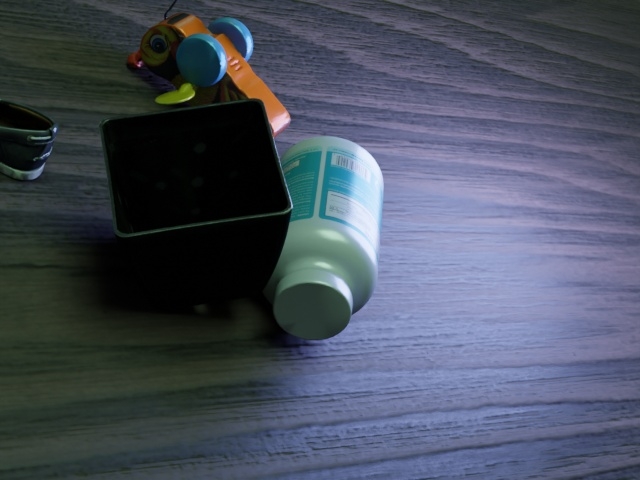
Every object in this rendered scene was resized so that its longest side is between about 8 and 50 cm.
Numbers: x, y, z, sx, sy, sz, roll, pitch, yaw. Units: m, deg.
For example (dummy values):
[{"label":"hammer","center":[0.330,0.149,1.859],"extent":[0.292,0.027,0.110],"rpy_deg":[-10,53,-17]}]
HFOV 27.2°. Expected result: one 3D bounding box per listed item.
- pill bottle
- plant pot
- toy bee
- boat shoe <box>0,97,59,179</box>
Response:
[{"label":"pill bottle","center":[0.000,0.000,1.611],"extent":[0.146,0.146,0.264],"rpy_deg":[24,37,-13]},{"label":"plant pot","center":[-0.138,-0.027,1.489],"extent":[0.187,0.167,0.188],"rpy_deg":[-9,47,-8]},{"label":"toy bee","center":[-0.172,-0.249,1.793],"extent":[0.195,0.162,0.298],"rpy_deg":[-9,78,-53]},{"label":"boat shoe","center":[-0.416,-0.159,1.531],"extent":[0.233,0.079,0.084],"rpy_deg":[27,41,-10]}]
